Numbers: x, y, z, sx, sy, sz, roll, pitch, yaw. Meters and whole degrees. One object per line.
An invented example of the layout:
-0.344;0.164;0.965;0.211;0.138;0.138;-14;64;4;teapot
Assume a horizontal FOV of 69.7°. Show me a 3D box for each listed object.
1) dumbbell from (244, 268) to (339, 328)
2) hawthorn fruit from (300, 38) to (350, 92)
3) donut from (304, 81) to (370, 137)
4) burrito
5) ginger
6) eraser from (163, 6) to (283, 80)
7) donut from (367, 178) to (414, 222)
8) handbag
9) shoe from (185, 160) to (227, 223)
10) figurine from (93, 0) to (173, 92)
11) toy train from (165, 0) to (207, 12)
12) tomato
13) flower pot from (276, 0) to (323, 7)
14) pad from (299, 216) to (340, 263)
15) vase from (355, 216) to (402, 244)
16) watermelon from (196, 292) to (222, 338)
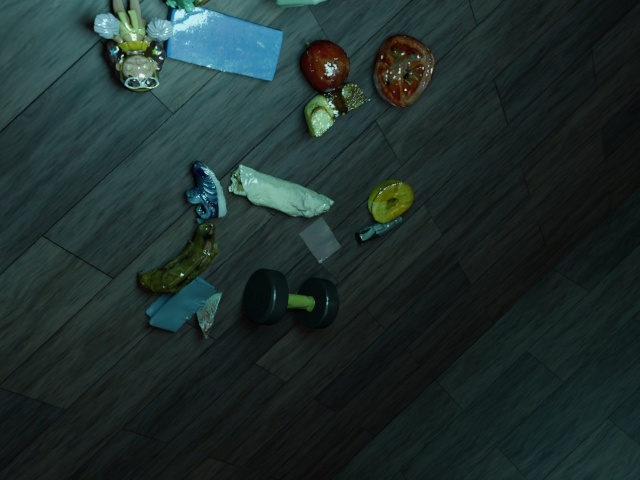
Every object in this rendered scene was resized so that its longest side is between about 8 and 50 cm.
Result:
-0.106;0.227;1.744;0.323;0.204;0.203;13;112;-39;dumbbell
0.007;-0.524;1.363;0.172;0.148;0.148;40;94;-18;hawthorn fruit
0.025;-0.419;1.445;0.217;0.141;0.085;-42;124;-16;donut
-0.127;-0.151;1.567;0.392;0.076;0.117;16;117;-37;burrito
-0.440;0.072;1.491;0.309;0.107;0.133;-38;104;-4;ginger
-0.256;-0.535;1.246;0.312;0.042;0.144;2;119;-33;eraser
0.270;-0.161;1.816;0.190;0.074;0.174;-43;134;5;donut
-0.483;0.219;1.599;0.221;0.057;0.144;-45;137;0;handbag
-0.357;-0.145;1.407;0.106;0.091;0.207;-25;134;-24;shoe
-0.452;-0.481;1.109;0.175;0.116;0.239;-13;120;-28;figurine
-0.341;-0.635;1.090;0.118;0.074;0.175;-48;115;-31;toy train
0.260;-0.565;1.524;0.228;0.101;0.227;-12;117;-25;tomato
-0.024;-0.719;1.160;0.210;0.239;0.189;-6;127;8;flower pot
0.000;0.000;1.794;0.113;0.006;0.187;-38;131;-4;pad
0.245;-0.049;1.881;0.212;0.060;0.059;-25;130;-16;vase
-0.402;0.266;1.664;0.081;0.094;0.180;10;99;-34;watermelon
